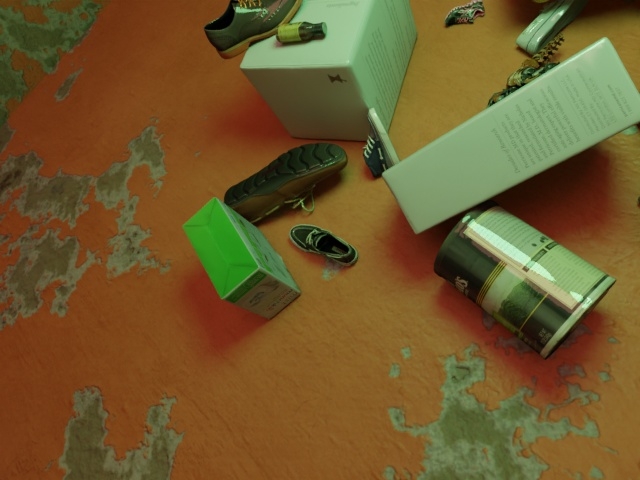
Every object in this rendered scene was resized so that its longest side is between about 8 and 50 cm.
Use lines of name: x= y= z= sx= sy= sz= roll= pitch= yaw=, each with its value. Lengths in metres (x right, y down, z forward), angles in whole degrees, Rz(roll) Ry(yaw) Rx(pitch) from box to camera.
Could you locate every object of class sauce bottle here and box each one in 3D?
sauce bottle: x=-0.046 y=-0.500 z=1.056 sx=0.128 sy=0.042 sz=0.042 roll=5 pitch=71 yaw=24

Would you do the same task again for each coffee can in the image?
coffee can: x=0.405 y=0.073 z=0.905 sx=0.201 sy=0.201 sz=0.275 roll=-47 pitch=59 yaw=-1

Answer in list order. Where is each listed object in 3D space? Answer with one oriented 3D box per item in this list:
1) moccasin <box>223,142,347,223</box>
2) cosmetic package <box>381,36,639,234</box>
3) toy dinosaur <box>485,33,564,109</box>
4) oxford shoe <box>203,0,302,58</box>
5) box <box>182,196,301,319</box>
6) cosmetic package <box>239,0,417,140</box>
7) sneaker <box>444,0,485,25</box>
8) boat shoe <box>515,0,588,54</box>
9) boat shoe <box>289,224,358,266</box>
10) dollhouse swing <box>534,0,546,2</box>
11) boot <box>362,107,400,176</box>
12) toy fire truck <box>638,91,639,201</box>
moccasin: x=-0.090 y=-0.153 z=1.266 sx=0.380 sy=0.147 sz=0.139 roll=-30 pitch=46 yaw=14
cosmetic package: x=0.381 y=-0.200 z=0.931 sx=0.453 sy=0.230 sz=0.161 roll=-29 pitch=91 yaw=28
toy dinosaur: x=0.525 y=-0.371 z=1.082 sx=0.218 sy=0.164 sz=0.321 roll=19 pitch=98 yaw=45
oxford shoe: x=-0.166 y=-0.566 z=1.106 sx=0.271 sy=0.098 sz=0.097 roll=-31 pitch=58 yaw=11
box: x=-0.201 y=0.049 z=1.162 sx=0.127 sy=0.231 sz=0.262 roll=-40 pitch=59 yaw=4
cosmetic package: x=0.045 y=-0.539 z=1.248 sx=0.327 sy=0.329 sz=0.393 roll=10 pitch=73 yaw=27
sneaker: x=0.428 y=-0.664 z=1.305 sx=0.119 sy=0.047 sz=0.057 roll=-22 pitch=73 yaw=15
boat shoe: x=0.615 y=-0.598 z=1.168 sx=0.226 sy=0.083 sz=0.076 roll=-45 pitch=60 yaw=1
boat shoe: x=0.000 y=0.000 z=1.189 sx=0.219 sy=0.070 sz=0.077 roll=21 pitch=78 yaw=29
dollhouse swing: x=0.695 y=-0.737 z=1.123 sx=0.315 sy=0.305 sz=0.346 roll=-4 pitch=61 yaw=50
boot: x=0.144 y=-0.252 z=1.171 sx=0.086 sy=0.190 sz=0.069 roll=-22 pitch=34 yaw=16
toy fire truck: x=0.725 y=-0.219 z=0.896 sx=0.159 sy=0.217 sz=0.246 roll=-10 pitch=80 yaw=20
